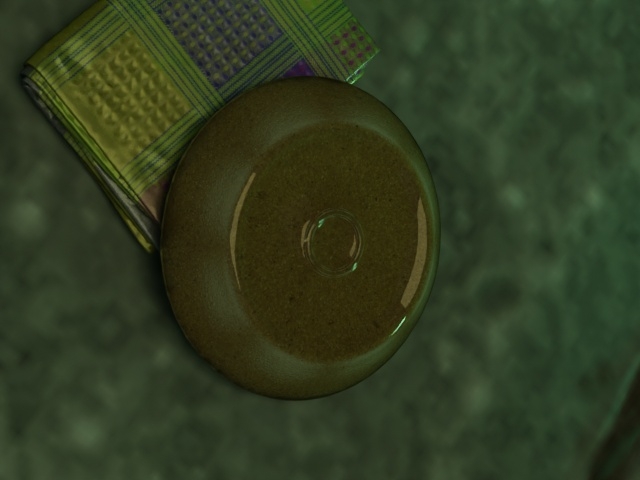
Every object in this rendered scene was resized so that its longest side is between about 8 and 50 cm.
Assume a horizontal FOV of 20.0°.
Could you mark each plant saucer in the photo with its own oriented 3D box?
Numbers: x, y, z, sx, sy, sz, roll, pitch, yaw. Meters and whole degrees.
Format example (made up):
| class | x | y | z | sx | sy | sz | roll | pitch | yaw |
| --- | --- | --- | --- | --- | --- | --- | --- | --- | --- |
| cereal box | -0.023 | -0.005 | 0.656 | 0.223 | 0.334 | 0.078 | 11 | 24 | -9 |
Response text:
| class | x | y | z | sx | sy | sz | roll | pitch | yaw |
| --- | --- | --- | --- | --- | --- | --- | --- | --- | --- |
| plant saucer | 0.000 | 0.000 | 0.459 | 0.083 | 0.015 | 0.083 | -3 | 95 | -31 |

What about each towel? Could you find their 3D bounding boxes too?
| class | x | y | z | sx | sy | sz | roll | pitch | yaw |
| --- | --- | --- | --- | --- | --- | --- | --- | --- | --- |
| towel | -0.030 | -0.043 | 0.458 | 0.083 | 0.009 | 0.060 | -44 | 104 | -21 |
